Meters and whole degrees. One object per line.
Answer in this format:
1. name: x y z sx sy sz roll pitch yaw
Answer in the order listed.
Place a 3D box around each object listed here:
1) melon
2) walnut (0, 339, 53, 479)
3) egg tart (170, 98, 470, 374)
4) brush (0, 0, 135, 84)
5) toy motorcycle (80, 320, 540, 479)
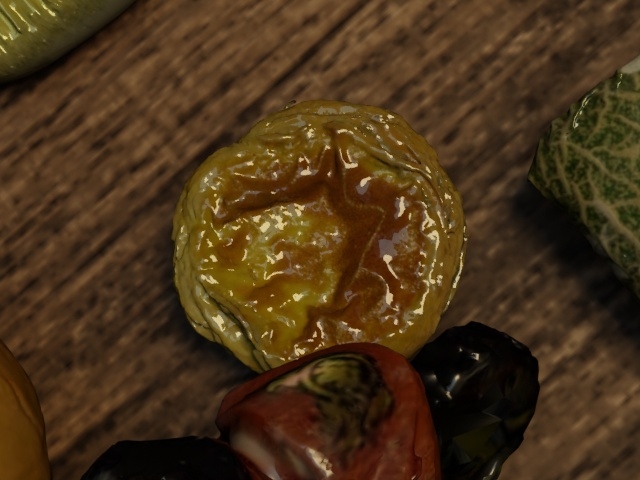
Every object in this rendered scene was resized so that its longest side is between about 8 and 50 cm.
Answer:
1. melon: 0.155 -0.023 0.482 0.139 0.093 0.202 3 91 4
2. walnut: -0.198 0.103 0.439 0.193 0.225 0.193 11 69 -32
3. egg tart: 0.000 0.000 0.511 0.130 0.052 0.130 -1 83 7
4. brush: -0.178 -0.076 0.538 0.313 0.072 0.067 -40 94 0
5. toy motorcycle: -0.052 0.194 0.415 0.134 0.207 0.401 29 88 35
